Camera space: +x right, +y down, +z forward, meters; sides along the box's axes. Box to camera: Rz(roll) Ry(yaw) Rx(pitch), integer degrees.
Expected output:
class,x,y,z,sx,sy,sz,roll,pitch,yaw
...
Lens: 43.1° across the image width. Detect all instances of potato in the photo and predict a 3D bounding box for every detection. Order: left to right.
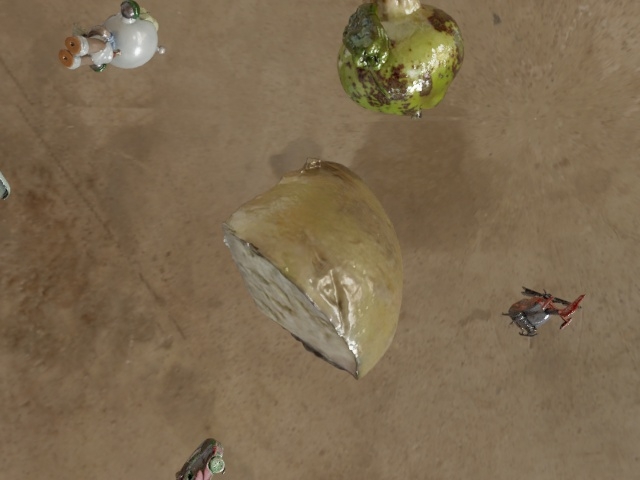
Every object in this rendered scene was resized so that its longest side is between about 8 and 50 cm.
class,x,y,z,sx,sy,sz,roll,pitch,yaw
potato,0.035,0.002,1.035,0.190,0.264,0.211,22,146,28

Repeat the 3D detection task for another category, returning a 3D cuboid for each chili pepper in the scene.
class,x,y,z,sx,sy,sz,roll,pitch,yaw
chili pepper,0.075,-0.314,1.276,0.073,0.204,0.072,11,129,-14

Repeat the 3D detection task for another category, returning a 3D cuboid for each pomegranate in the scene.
class,x,y,z,sx,sy,sz,roll,pitch,yaw
pomegranate,0.145,-0.353,1.434,0.204,0.222,0.276,42,147,26

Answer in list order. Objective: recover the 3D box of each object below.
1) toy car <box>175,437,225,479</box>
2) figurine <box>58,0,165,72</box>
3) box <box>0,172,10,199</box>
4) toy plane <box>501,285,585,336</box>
class,x,y,z,sx,sy,sz,roll,pitch,yaw
toy car,-0.200,0.375,1.268,0.055,0.069,0.142,34,81,-16
figurine,-0.332,-0.319,1.280,0.147,0.197,0.093,-44,76,34
box,-0.342,-0.056,0.709,0.084,0.069,0.122,-4,136,16
toy plane,0.266,0.084,0.974,0.060,0.145,0.037,-43,97,-12
